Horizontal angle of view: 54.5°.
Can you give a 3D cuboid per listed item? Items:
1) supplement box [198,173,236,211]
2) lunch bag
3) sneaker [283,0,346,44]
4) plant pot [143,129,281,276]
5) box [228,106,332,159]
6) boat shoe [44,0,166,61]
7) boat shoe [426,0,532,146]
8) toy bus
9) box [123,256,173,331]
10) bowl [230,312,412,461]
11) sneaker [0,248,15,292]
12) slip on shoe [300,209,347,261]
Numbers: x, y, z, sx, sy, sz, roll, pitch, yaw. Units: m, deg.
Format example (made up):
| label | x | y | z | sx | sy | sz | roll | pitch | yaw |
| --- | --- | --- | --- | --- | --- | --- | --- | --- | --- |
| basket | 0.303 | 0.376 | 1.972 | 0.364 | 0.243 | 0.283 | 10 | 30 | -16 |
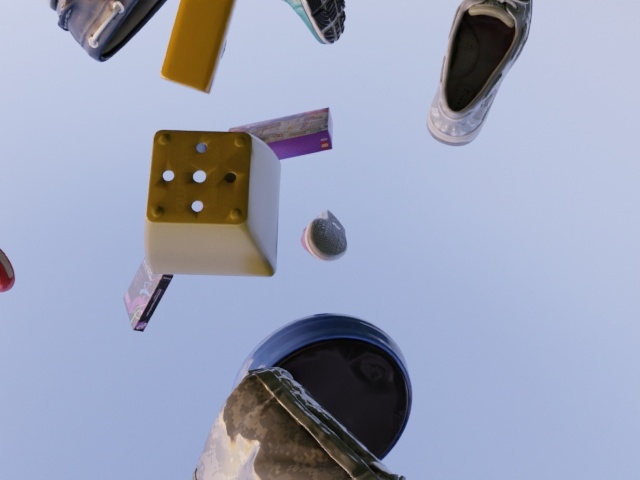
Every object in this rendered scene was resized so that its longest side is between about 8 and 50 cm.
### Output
| label | x | y | z | sx | sy | sz | roll | pitch | yaw |
| --- | --- | --- | --- | --- | --- | --- | --- | --- | --- |
| supplement box | -0.154 | -0.069 | 1.115 | 0.113 | 0.111 | 0.220 | 16 | -142 | -17 |
| lunch bag | -0.027 | 0.350 | 0.852 | 0.212 | 0.256 | 0.305 | -10 | -150 | -37 |
| sneaker | -0.055 | -0.459 | 1.072 | 0.275 | 0.110 | 0.107 | 52 | -126 | -18 |
| plant pot | -0.173 | -0.067 | 0.970 | 0.212 | 0.187 | 0.212 | 2 | -105 | -2 |
| box | -0.113 | -0.272 | 1.653 | 0.293 | 0.057 | 0.201 | -10 | -152 | 8 |
| boat shoe | -0.137 | -0.295 | 0.607 | 0.091 | 0.302 | 0.114 | 54 | -158 | -10 |
| boat shoe | 0.247 | -0.300 | 0.940 | 0.118 | 0.103 | 0.320 | 23 | -102 | 10 |
| toy bus | -0.228 | -0.473 | 1.258 | 0.108 | 0.333 | 0.130 | 17 | -172 | -10 |
| box | -0.384 | 0.104 | 1.377 | 0.029 | 0.162 | 0.116 | 18 | -157 | -39 |
| bowl | 0.010 | 0.342 | 1.278 | 0.391 | 0.391 | 0.077 | -1 | -160 | -16 |
| sneaker | -0.660 | 0.027 | 1.097 | 0.221 | 0.087 | 0.128 | 44 | -154 | -3 |
| slip on shoe | 0.000 | 0.000 | 1.618 | 0.123 | 0.101 | 0.331 | 48 | -169 | -7 |
